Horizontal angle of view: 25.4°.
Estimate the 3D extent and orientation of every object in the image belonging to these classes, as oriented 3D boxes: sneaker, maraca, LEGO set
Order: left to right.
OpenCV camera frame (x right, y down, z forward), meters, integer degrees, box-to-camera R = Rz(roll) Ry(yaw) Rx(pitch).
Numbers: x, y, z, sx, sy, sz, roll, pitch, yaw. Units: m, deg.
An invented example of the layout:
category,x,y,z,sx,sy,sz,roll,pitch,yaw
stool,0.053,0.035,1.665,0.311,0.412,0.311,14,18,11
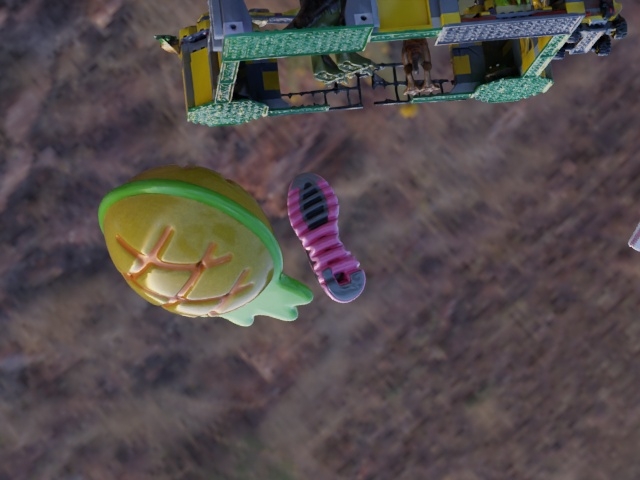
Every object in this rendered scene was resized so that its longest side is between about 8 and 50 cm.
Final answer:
category,x,y,z,sx,sy,sz,roll,pitch,yaw
maraca,-0.083,0.012,1.029,0.186,0.127,0.099,48,46,-44
sneaker,0.000,0.000,1.237,0.047,0.119,0.057,-18,174,-9
LEGO set,0.036,-0.210,1.003,0.331,0.192,0.255,-7,169,1

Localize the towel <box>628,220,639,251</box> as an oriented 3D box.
category,x,y,z,sx,sy,sz,roll,pitch,yaw
towel,0.421,-0.014,1.480,0.144,0.197,0.029,-60,-156,1
